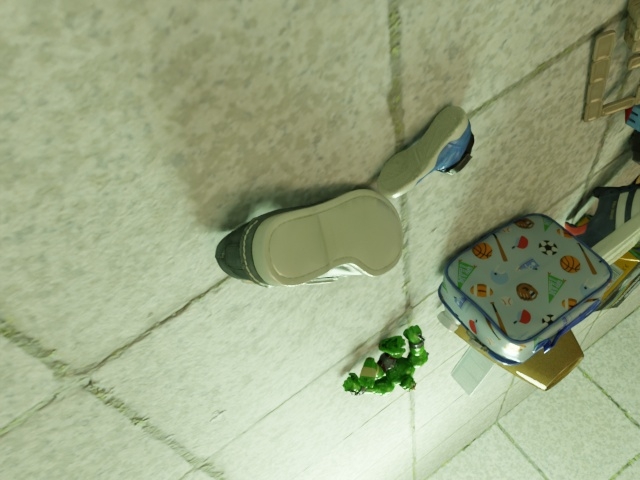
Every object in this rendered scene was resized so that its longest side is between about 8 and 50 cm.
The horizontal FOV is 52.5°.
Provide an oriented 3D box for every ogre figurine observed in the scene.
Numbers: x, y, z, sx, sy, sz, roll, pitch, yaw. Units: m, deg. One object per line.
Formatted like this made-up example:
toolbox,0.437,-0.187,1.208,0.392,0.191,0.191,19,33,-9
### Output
ogre figurine,0.152,0.261,1.356,0.118,0.097,0.197,36,87,-43

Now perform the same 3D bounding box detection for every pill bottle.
pill bottle,0.307,0.138,1.388,0.120,0.067,0.067,-48,151,13

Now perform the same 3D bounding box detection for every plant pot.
plant pot,0.460,0.206,1.475,0.237,0.254,0.237,-31,151,-20

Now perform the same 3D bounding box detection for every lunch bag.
lunch bag,0.389,0.094,1.242,0.304,0.243,0.114,-30,149,-21

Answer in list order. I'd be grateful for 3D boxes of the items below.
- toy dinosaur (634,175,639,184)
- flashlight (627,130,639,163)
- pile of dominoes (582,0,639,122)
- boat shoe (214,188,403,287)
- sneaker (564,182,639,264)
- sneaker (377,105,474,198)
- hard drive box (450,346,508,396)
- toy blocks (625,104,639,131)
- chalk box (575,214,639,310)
toy dinosaur,0.807,-0.128,1.655,0.183,0.053,0.092,-36,136,-24
flashlight,0.782,-0.207,1.455,0.103,0.103,0.304,-23,160,37
pile of dominoes,0.521,-0.301,1.039,0.196,0.040,0.251,-18,154,9
boat shoe,0.000,0.000,0.834,0.099,0.116,0.320,-7,-178,37
sneaker,0.702,-0.092,1.446,0.350,0.148,0.131,-40,149,21
sneaker,0.147,-0.102,0.872,0.152,0.058,0.084,-48,143,0
hard drive box,0.501,0.316,1.847,0.181,0.089,0.232,-16,144,-38
toy blocks,0.755,-0.241,1.226,0.381,0.261,0.190,-38,150,-20
chalk box,0.735,0.057,1.679,0.289,0.179,0.180,2,129,-53
